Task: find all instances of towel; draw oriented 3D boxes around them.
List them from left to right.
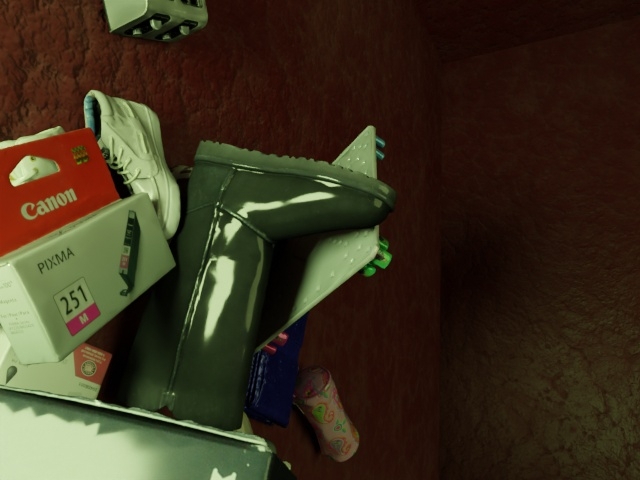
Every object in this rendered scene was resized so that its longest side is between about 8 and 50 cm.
[{"bbox_3d":[-0.106,0.268,1.204,0.227,0.076,0.308,45,48,-50],"label":"towel"}]

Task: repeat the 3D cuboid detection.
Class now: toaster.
[{"bbox_3d":[-0.304,-0.462,0.909,0.168,0.110,0.186,-27,109,-61],"label":"toaster"}]

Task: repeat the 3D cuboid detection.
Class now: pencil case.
[{"bbox_3d":[0.012,0.463,1.359,0.284,0.124,0.124,67,33,-30],"label":"pencil case"}]

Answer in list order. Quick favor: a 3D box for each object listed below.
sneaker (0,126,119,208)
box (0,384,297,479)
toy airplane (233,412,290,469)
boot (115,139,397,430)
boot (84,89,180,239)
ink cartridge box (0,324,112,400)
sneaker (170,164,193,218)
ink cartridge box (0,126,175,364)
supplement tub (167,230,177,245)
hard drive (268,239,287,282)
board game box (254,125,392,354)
[{"bbox_3d":[-0.404,-0.038,0.671,0.292,0.108,0.169,-76,146,-50],"label":"sneaker"},{"bbox_3d":[-0.219,0.458,0.542,0.472,0.297,0.480,94,8,-63],"label":"box"},{"bbox_3d":[-0.086,0.582,0.975,0.386,0.272,0.384,55,22,-26],"label":"toy airplane"},{"bbox_3d":[-0.104,0.089,0.824,0.146,0.367,0.445,40,65,-68],"label":"boot"},{"bbox_3d":[-0.317,-0.122,0.823,0.123,0.095,0.258,9,54,-54],"label":"boot"},{"bbox_3d":[-0.392,0.226,0.655,0.158,0.092,0.218,48,48,-49],"label":"ink cartridge box"},{"bbox_3d":[-0.181,-0.031,1.016,0.281,0.162,0.106,63,35,-35],"label":"sneaker"},{"bbox_3d":[-0.316,-0.016,0.660,0.275,0.060,0.239,-57,135,-64],"label":"ink cartridge box"},{"bbox_3d":[-0.246,0.031,0.982,0.071,0.071,0.107,-59,136,-48],"label":"supplement tub"},{"bbox_3d":[-0.139,0.067,1.054,0.172,0.054,0.255,92,22,-75],"label":"hard drive"},{"bbox_3d":[0.000,0.000,1.064,0.050,0.390,0.390,30,39,-23],"label":"board game box"}]
